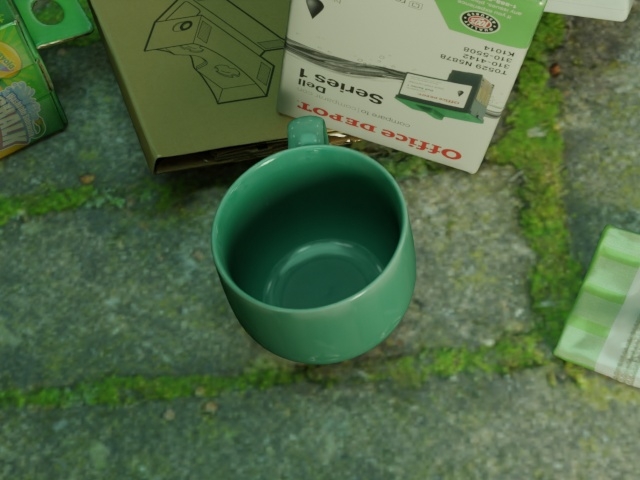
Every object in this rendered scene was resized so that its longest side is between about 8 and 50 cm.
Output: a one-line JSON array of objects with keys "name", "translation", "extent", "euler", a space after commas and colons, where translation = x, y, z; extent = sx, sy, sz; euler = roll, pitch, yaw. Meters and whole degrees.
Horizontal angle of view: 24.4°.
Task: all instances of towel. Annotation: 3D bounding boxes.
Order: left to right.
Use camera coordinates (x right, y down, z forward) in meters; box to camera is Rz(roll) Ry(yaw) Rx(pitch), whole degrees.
[{"name": "towel", "translation": [0.240, 0.051, 0.961], "extent": [0.152, 0.023, 0.113], "euler": [17, 61, 20]}]

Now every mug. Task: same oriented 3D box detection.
[{"name": "mug", "translation": [0.005, 0.006, 0.986], "extent": [0.129, 0.097, 0.158], "euler": [22, 63, 23]}]

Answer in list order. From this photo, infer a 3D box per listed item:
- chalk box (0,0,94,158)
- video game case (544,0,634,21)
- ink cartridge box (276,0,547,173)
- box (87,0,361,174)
[{"name": "chalk box", "translation": [-0.280, -0.142, 1.111], "extent": [0.213, 0.132, 0.132], "euler": [-28, 57, -9]}, {"name": "video game case", "translation": [0.143, -0.217, 1.105], "extent": [0.201, 0.023, 0.183], "euler": [10, 31, 16]}, {"name": "ink cartridge box", "translation": [0.063, -0.151, 0.990], "extent": [0.160, 0.219, 0.093], "euler": [18, 63, 3]}, {"name": "box", "translation": [-0.076, -0.140, 1.114], "extent": [0.164, 0.021, 0.201], "euler": [-11, 54, -19]}]
